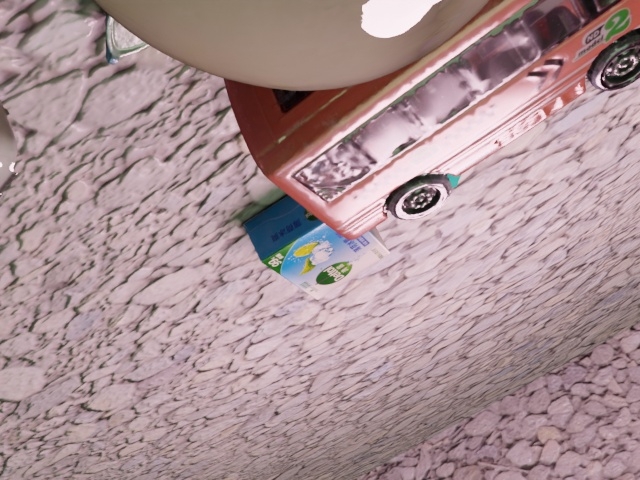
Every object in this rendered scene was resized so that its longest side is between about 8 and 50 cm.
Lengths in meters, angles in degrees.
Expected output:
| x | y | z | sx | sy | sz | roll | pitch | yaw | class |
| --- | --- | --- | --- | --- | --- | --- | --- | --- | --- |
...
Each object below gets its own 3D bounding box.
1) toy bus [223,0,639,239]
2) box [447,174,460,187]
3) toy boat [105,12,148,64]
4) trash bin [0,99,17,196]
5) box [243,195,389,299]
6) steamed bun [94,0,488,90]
| x | y | z | sx | sy | sz | roll | pitch | yaw | class |
| --- | --- | --- | --- | --- | --- | --- | --- | --- | --- |
| 0.123 | -0.203 | 0.782 | 0.427 | 0.203 | 0.233 | -35 | 146 | 19 | toy bus |
| 0.137 | -0.134 | 1.063 | 0.161 | 0.042 | 0.226 | -17 | 150 | -18 | box |
| -0.133 | -0.222 | 0.682 | 0.173 | 0.058 | 0.069 | -38 | 149 | 20 | toy boat |
| -0.405 | -0.073 | 0.490 | 0.256 | 0.296 | 0.368 | -42 | 153 | 24 | trash bin |
| 0.000 | -0.001 | 1.135 | 0.139 | 0.073 | 0.194 | -33 | 151 | 11 | box |
| -0.017 | -0.251 | 0.459 | 0.334 | 0.333 | 0.374 | -22 | 167 | -8 | steamed bun |
